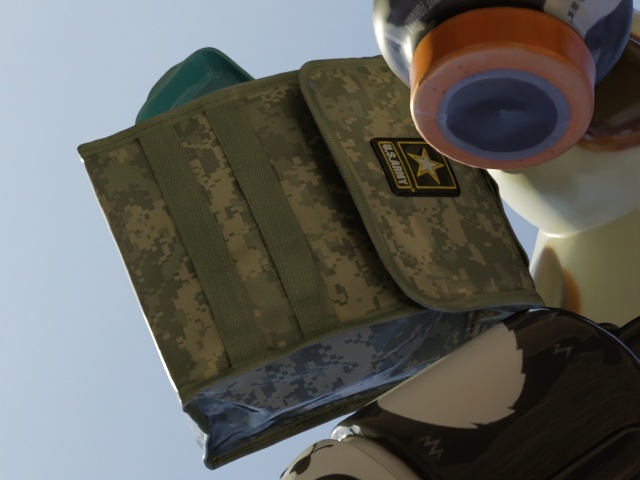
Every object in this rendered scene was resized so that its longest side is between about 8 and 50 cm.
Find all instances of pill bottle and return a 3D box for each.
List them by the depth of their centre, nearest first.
[{"bbox_3d":[0.093,-0.153,0.924,0.130,0.130,0.246,-20,-135,27],"label":"pill bottle"}]

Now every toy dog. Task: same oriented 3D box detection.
[{"bbox_3d":[0.243,0.009,1.426,0.395,0.408,0.284,-15,-171,-5],"label":"toy dog"}]

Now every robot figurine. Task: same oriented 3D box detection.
[{"bbox_3d":[0.098,0.142,1.003,0.278,0.209,0.173,-30,-126,-24],"label":"robot figurine"}]

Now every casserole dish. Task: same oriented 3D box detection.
[{"bbox_3d":[-0.103,-0.110,1.671,0.114,0.037,0.188,-47,-142,0],"label":"casserole dish"}]

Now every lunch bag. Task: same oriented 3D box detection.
[{"bbox_3d":[0.000,0.000,1.335,0.287,0.169,0.235,-21,-117,-6],"label":"lunch bag"}]
